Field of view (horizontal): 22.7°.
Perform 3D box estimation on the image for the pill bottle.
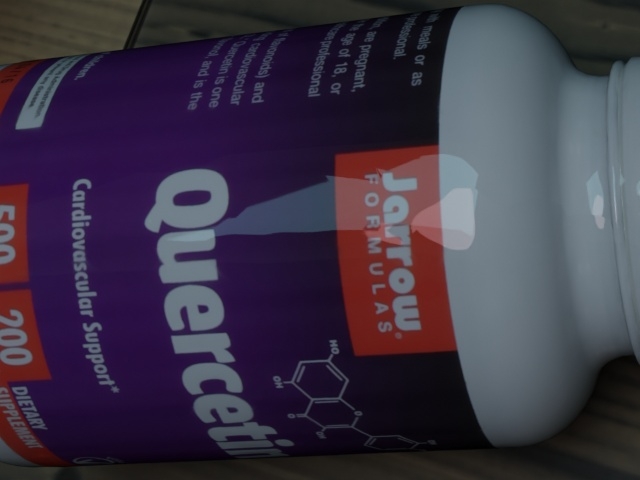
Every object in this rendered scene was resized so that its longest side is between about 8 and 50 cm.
[{"bbox_3d":[0.000,0.000,0.672,0.323,0.181,0.181,-5,71,18],"label":"pill bottle"}]
